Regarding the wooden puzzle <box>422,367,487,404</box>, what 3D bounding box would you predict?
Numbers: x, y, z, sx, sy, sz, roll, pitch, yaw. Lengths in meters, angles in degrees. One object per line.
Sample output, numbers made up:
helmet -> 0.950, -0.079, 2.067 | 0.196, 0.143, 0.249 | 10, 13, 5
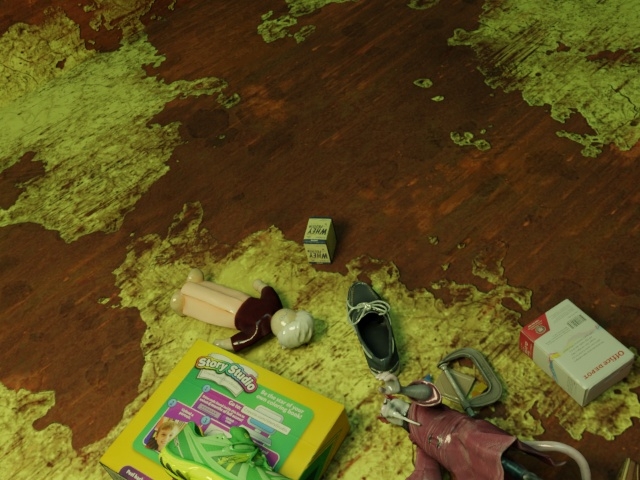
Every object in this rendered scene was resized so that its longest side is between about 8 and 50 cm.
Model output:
wooden puzzle -> 0.266, 0.291, 1.381 | 0.116, 0.014, 0.078 | 24, 52, 30

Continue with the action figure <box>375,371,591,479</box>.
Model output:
action figure -> 0.244, 0.338, 1.203 | 0.276, 0.248, 0.370 | -11, 21, -34

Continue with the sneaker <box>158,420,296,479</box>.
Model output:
sneaker -> -0.136, 0.381, 1.174 | 0.296, 0.109, 0.123 | 14, 56, 22

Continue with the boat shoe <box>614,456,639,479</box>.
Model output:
boat shoe -> 0.513, 0.451, 1.144 | 0.060, 0.064, 0.178 | 12, 57, 16

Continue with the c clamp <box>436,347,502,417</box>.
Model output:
c clamp -> 0.282, 0.280, 1.363 | 0.137, 0.022, 0.160 | -14, 44, -5

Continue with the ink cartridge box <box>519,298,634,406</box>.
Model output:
ink cartridge box -> 0.498, 0.218, 1.355 | 0.127, 0.072, 0.175 | -29, 48, -15

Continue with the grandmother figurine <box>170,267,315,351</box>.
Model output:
grandmother figurine -> -0.170, 0.164, 1.541 | 0.343, 0.104, 0.207 | 12, 60, 26

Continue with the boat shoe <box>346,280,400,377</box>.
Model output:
boat shoe -> 0.107, 0.176, 1.477 | 0.095, 0.079, 0.254 | -12, 46, 2

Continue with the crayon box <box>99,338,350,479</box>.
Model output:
crayon box -> -0.177, 0.390, 1.323 | 0.363, 0.106, 0.313 | 19, 53, 27

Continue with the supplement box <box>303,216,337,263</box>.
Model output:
supplement box -> 0.000, 0.000, 1.664 | 0.056, 0.083, 0.083 | 1, 49, 15
